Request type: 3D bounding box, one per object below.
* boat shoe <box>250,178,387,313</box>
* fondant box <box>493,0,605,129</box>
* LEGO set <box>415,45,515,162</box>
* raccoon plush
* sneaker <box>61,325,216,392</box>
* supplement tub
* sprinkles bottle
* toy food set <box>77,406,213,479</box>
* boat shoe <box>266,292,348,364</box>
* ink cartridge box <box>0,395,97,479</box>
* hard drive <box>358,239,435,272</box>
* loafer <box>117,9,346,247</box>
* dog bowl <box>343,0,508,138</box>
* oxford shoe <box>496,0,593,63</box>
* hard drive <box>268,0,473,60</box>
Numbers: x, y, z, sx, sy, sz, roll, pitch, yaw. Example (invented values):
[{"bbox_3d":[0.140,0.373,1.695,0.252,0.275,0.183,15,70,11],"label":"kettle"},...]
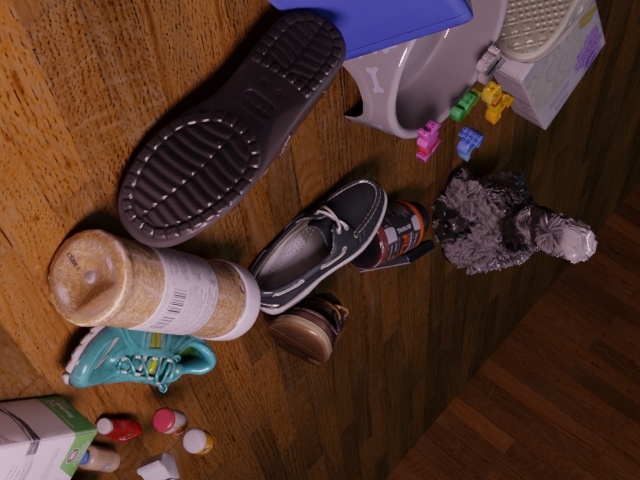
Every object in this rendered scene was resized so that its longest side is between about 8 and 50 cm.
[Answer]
[{"bbox_3d":[0.000,0.000,1.600,0.302,0.114,0.091,-49,161,-13],"label":"boat shoe"},{"bbox_3d":[0.476,-0.396,1.977,0.238,0.096,0.330,-56,157,3],"label":"fondant box"},{"bbox_3d":[0.252,-0.222,1.555,0.227,0.087,0.093,-52,156,-8],"label":"LEGO set"},{"bbox_3d":[0.462,-0.025,2.071,0.299,0.446,0.216,-11,119,-40],"label":"raccoon plush"},{"bbox_3d":[-0.250,0.163,1.358,0.275,0.110,0.107,-5,127,-59],"label":"sneaker"},{"bbox_3d":[0.132,-0.019,1.827,0.198,0.106,0.106,-25,143,-48],"label":"supplement tub"},{"bbox_3d":[-0.211,0.068,1.291,0.121,0.121,0.355,-57,156,6],"label":"sprinkles bottle"},{"bbox_3d":[-0.293,0.328,1.475,0.232,0.111,0.104,-24,157,9],"label":"toy food set"},{"bbox_3d":[-0.014,0.147,1.723,0.123,0.123,0.342,-61,173,-11],"label":"boat shoe"},{"bbox_3d":[-0.422,0.297,1.238,0.160,0.092,0.219,-59,155,10],"label":"ink cartridge box"},{"bbox_3d":[0.153,0.031,1.924,0.094,0.135,0.022,-28,100,-45],"label":"hard drive"},{"bbox_3d":[-0.102,-0.127,1.217,0.366,0.134,0.130,-44,174,-8],"label":"loafer"},{"bbox_3d":[0.172,-0.317,1.513,0.349,0.102,0.349,-41,153,-26],"label":"dog bowl"},{"bbox_3d":[0.474,-0.513,1.749,0.449,0.169,0.130,-53,167,3],"label":"oxford shoe"},{"bbox_3d":[0.054,-0.322,1.206,0.210,0.040,0.318,-14,166,20],"label":"hard drive"}]
